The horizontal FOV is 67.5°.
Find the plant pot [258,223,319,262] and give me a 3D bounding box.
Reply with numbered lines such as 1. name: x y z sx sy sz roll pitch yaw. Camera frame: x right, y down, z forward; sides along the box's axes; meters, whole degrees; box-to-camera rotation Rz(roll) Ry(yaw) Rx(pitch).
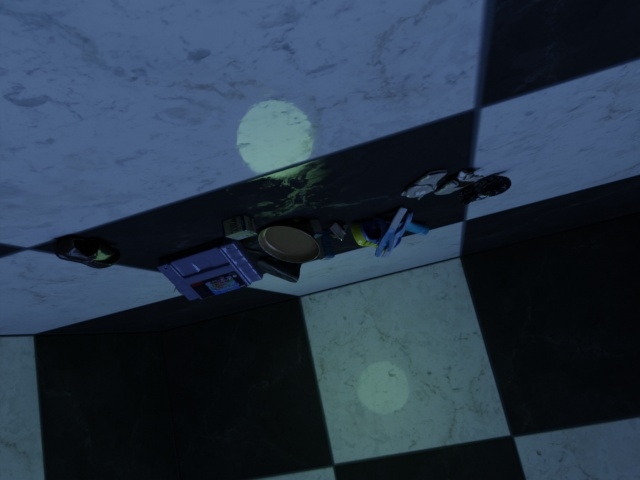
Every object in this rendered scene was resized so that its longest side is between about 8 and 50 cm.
1. plant pot: -0.116 0.007 1.801 0.237 0.032 0.236 9 145 6

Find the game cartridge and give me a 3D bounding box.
1. game cartridge: -0.428 0.119 1.876 0.355 0.068 0.230 -17 126 19

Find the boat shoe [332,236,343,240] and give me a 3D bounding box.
1. boat shoe: 0.078 -0.026 2.033 0.042 0.048 0.133 14 179 12

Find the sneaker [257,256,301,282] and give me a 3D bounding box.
1. sneaker: -0.194 0.110 2.301 0.222 0.118 0.083 29 148 -25

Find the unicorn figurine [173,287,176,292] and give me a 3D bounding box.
1. unicorn figurine: -0.644 0.201 2.312 0.162 0.060 0.111 -25 172 -22

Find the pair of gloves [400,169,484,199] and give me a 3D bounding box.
1. pair of gloves: 0.412 -0.188 1.647 0.240 0.042 0.204 -5 166 -25

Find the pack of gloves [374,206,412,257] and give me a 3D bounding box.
1. pack of gloves: 0.315 -0.018 1.961 0.232 0.046 0.195 -61 154 12

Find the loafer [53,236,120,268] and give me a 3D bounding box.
1. loafer: -0.700 0.037 1.476 0.079 0.080 0.220 -17 166 23

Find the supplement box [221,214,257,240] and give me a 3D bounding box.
1. supplement box: -0.270 -0.042 1.596 0.083 0.056 0.083 -17 166 19

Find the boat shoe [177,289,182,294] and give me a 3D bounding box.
1. boat shoe: -0.502 0.168 2.148 0.116 0.123 0.324 -46 164 23

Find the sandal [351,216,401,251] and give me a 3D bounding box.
1. sandal: 0.270 -0.030 2.028 0.138 0.126 0.317 -27 163 32

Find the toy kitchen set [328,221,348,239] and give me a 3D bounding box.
1. toy kitchen set: 0.064 -0.058 1.919 0.075 0.068 0.083 45 169 -28

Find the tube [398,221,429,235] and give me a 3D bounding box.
1. tube: 0.425 -0.061 2.200 0.080 0.052 0.207 -28 155 35

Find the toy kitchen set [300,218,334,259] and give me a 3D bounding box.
1. toy kitchen set: 0.000 0.000 1.883 0.207 0.122 0.166 0 162 -44

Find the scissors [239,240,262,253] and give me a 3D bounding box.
1. scissors: -0.333 0.039 1.980 0.109 0.021 0.297 -15 168 9

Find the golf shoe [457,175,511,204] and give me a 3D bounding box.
1. golf shoe: 0.612 -0.193 1.775 0.198 0.077 0.094 -17 -179 37
